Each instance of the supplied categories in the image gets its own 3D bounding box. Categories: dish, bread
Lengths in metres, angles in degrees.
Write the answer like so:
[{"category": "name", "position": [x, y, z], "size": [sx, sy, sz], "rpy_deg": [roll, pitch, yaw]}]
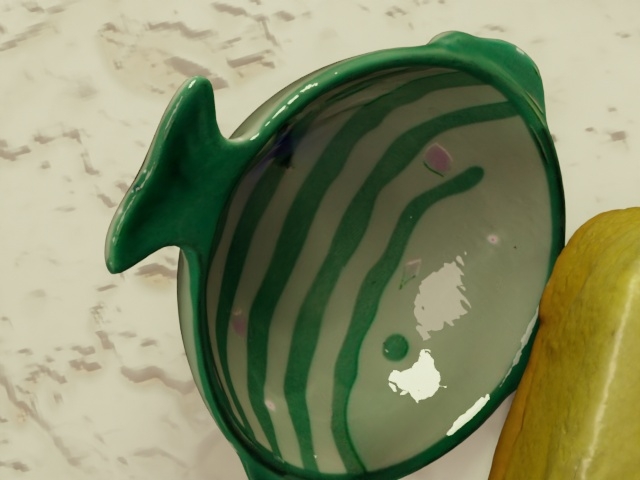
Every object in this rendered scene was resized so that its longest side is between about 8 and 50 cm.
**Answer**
[{"category": "dish", "position": [0.000, 0.000, 0.772], "size": [0.078, 0.246, 0.224], "rpy_deg": [28, 92, 50]}, {"category": "bread", "position": [0.133, 0.104, 0.782], "size": [0.102, 0.094, 0.246], "rpy_deg": [13, 92, -14]}]
